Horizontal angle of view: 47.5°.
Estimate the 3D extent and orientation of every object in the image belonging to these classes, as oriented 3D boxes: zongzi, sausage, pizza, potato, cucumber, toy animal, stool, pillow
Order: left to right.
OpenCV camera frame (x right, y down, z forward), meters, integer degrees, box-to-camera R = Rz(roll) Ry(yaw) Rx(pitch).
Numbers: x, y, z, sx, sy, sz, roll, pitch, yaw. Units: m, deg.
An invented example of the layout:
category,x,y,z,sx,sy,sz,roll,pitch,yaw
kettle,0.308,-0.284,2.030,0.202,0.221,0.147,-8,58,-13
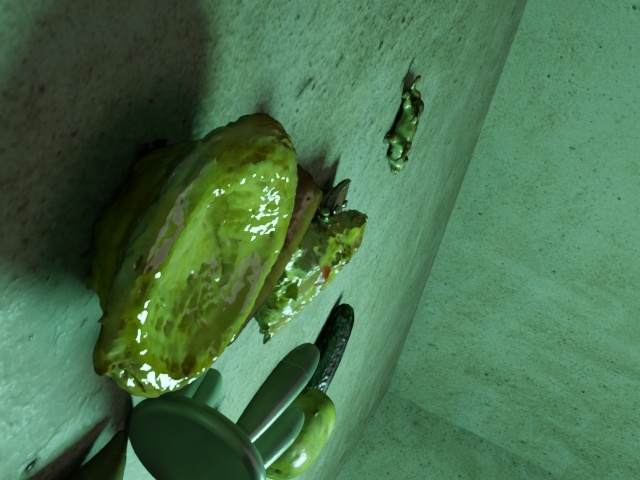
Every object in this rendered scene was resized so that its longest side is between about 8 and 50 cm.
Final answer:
category,x,y,z,sx,sy,sz,roll,pitch,yaw
zongzi,-0.276,0.291,0.796,0.160,0.078,0.176,62,44,-71
stool,-0.122,0.229,0.979,0.198,0.195,0.195,-50,158,-49
sausage,-0.094,0.020,0.937,0.270,0.109,0.109,-59,164,-26
potato,-0.059,0.410,1.563,0.228,0.148,0.197,-49,171,-43
pizza,-0.026,0.049,1.136,0.280,0.075,0.288,-49,169,0
pillow,0.000,0.000,1.331,0.126,0.043,0.232,-45,156,-52
cucumber,0.023,0.265,1.771,0.241,0.074,0.074,-64,165,-12
toy animal,0.179,-0.244,1.559,0.099,0.057,0.241,-53,160,-59

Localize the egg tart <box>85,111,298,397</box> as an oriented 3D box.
category,x,y,z,sx,sy,sz,roll,pitch,yaw
egg tart,-0.136,0.006,0.733,0.315,0.120,0.315,-55,160,-31
